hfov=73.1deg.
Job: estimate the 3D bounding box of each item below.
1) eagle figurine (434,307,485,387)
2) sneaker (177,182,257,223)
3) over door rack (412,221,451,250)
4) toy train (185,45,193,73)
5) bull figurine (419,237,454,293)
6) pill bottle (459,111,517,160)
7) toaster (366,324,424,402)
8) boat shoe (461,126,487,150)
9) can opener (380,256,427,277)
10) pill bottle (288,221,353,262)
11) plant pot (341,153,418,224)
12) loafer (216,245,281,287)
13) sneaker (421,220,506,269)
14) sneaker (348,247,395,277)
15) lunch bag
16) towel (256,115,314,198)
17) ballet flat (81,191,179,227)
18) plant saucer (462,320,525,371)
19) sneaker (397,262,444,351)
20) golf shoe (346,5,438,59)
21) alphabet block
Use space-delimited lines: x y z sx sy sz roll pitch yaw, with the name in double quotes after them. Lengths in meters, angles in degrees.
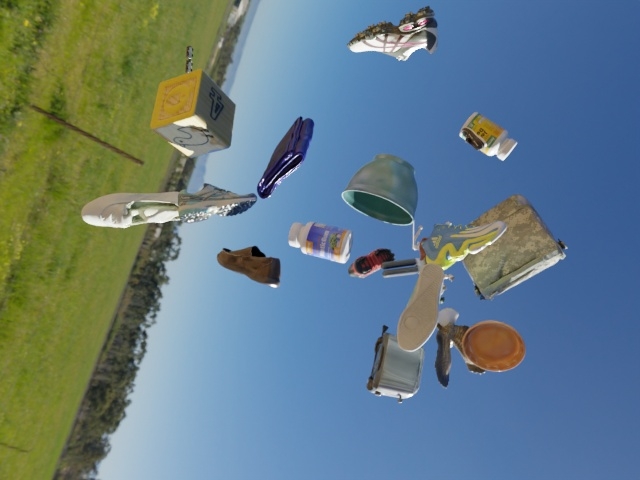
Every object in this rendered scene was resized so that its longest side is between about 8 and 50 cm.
0.578 0.459 1.902 0.226 0.225 0.299 -44 -132 27 "eagle figurine"
-0.365 -0.152 1.529 0.110 0.282 0.122 134 -58 -64 "sneaker"
0.591 -0.031 2.274 0.239 0.324 0.108 28 -116 37 "over door rack"
-0.514 -0.673 1.680 0.036 0.027 0.159 44 -49 40 "toy train"
0.552 0.139 2.085 0.188 0.101 0.311 16 -54 66 "bull figurine"
0.686 -0.421 1.765 0.117 0.208 0.118 -45 164 -17 "pill bottle"
0.247 0.404 1.410 0.129 0.146 0.227 110 -3 -61 "toaster"
0.539 -0.362 1.542 0.038 0.046 0.125 -35 -129 3 "boat shoe"
0.405 0.124 1.944 0.093 0.280 0.074 119 -37 -65 "can opener"
0.000 0.000 1.950 0.152 0.271 0.153 13 90 -74 "pill bottle"
0.252 -0.210 1.671 0.197 0.292 0.293 -67 -162 -10 "plant pot"
-0.281 0.085 1.773 0.365 0.133 0.130 17 -94 37 "loafer"
0.387 -0.013 1.210 0.240 0.126 0.091 -35 172 23 "sneaker"
0.241 0.112 2.094 0.135 0.275 0.098 -38 -106 52 "sneaker"
0.623 0.037 1.441 0.305 0.212 0.256 -35 -157 22 "lunch bag"
-0.124 -0.298 1.493 0.227 0.076 0.308 -40 -158 29 "towel"
-0.713 -0.113 1.687 0.139 0.399 0.139 171 -90 -68 "ballet flat"
0.586 0.353 1.468 0.200 0.199 0.037 -59 174 31 "plant saucer"
0.281 0.206 1.188 0.256 0.094 0.151 -62 156 -27 "sneaker"
0.205 -0.575 1.255 0.272 0.120 0.105 0 -138 33 "golf shoe"
-0.426 -0.425 1.470 0.192 0.197 0.194 -9 -113 24 "alphabet block"
